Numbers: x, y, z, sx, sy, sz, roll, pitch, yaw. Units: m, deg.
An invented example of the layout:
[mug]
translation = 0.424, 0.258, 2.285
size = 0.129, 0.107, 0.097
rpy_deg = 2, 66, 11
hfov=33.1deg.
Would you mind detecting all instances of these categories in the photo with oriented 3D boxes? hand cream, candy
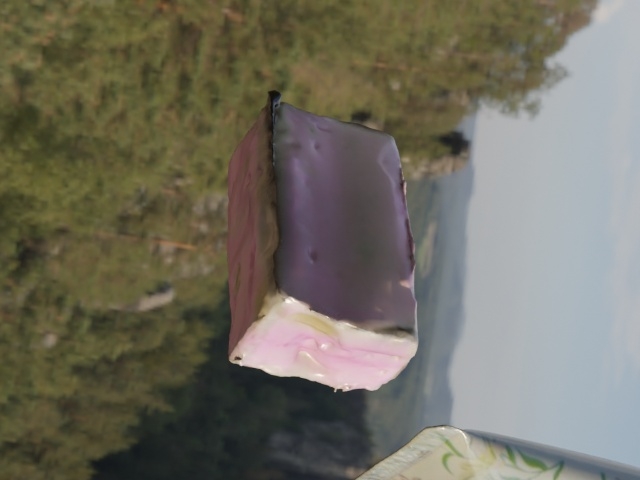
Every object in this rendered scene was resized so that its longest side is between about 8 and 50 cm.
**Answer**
[hand cream]
translation = 0.101, 0.098, 0.369
size = 0.067, 0.195, 0.042
rpy_deg = -43, -143, 48
[candy]
translation = 0.000, 0.000, 1.005
size = 0.115, 0.156, 0.265
rpy_deg = -53, -149, 40
